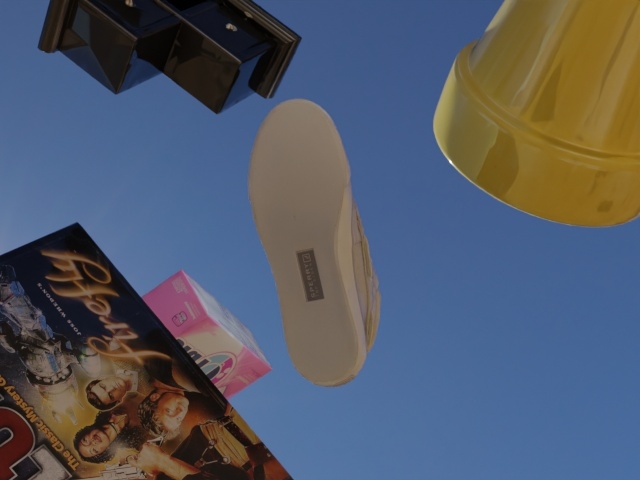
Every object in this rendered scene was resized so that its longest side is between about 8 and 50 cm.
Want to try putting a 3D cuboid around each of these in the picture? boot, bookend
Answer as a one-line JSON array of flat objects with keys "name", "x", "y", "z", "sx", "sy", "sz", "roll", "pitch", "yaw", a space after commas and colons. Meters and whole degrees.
[{"name": "boot", "x": 0.000, "y": 0.000, "z": 0.868, "sx": 0.095, "sy": 0.123, "sz": 0.258, "roll": -5, "pitch": -86, "yaw": 13}, {"name": "bookend", "x": -0.128, "y": -0.172, "z": 0.803, "sx": 0.157, "sy": 0.156, "sz": 0.072, "roll": -41, "pitch": -14, "yaw": -50}]

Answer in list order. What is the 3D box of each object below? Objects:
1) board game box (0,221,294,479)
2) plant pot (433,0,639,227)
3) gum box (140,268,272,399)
[{"name": "board game box", "x": -0.122, "y": 0.116, "z": 0.501, "sx": 0.042, "sy": 0.243, "sz": 0.165, "roll": -47, "pitch": -9, "yaw": 37}, {"name": "plant pot", "x": 0.268, "y": -0.181, "z": 0.941, "sx": 0.253, "sy": 0.254, "sz": 0.239, "roll": -4, "pitch": -47, "yaw": -23}, {"name": "gum box", "x": -0.133, "y": 0.115, "z": 0.942, "sx": 0.107, "sy": 0.062, "sz": 0.188, "roll": -35, "pitch": -30, "yaw": 1}]
